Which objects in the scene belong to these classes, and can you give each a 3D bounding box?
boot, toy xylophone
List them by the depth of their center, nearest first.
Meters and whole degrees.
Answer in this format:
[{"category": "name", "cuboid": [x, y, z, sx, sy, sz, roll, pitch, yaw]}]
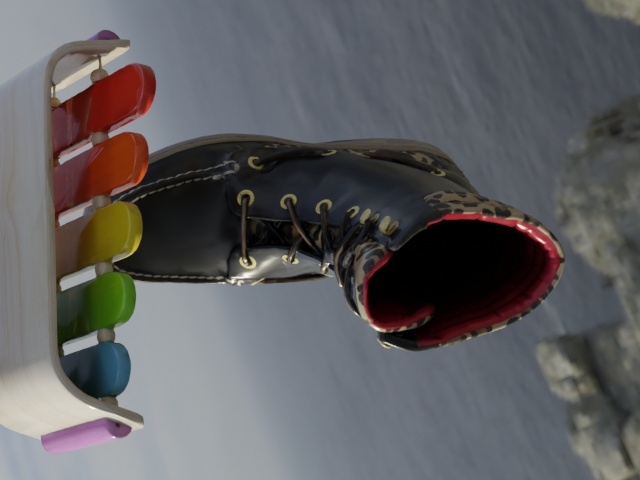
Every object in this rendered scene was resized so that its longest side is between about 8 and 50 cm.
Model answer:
[{"category": "toy xylophone", "cuboid": [-0.218, 0.001, 1.097, 0.236, 0.081, 0.322, -8, 77, 49]}, {"category": "boot", "cuboid": [0.000, 0.000, 1.253, 0.284, 0.378, 0.138, -141, 50, -64]}]
